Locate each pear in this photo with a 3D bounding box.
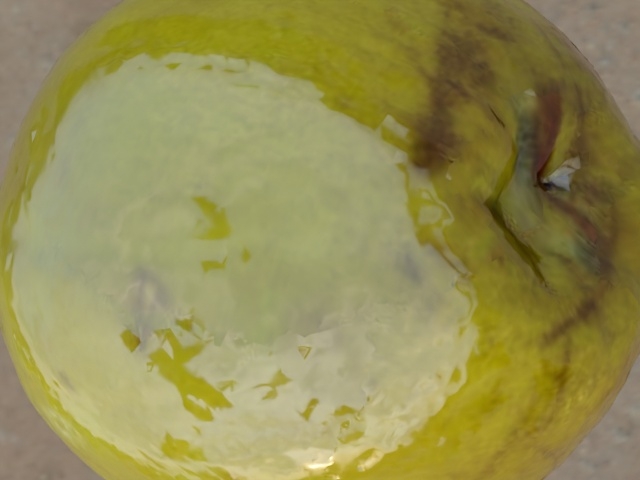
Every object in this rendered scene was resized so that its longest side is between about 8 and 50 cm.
[{"bbox_3d":[0.000,0.000,0.463,0.162,0.149,0.149,-2,96,42],"label":"pear"}]
